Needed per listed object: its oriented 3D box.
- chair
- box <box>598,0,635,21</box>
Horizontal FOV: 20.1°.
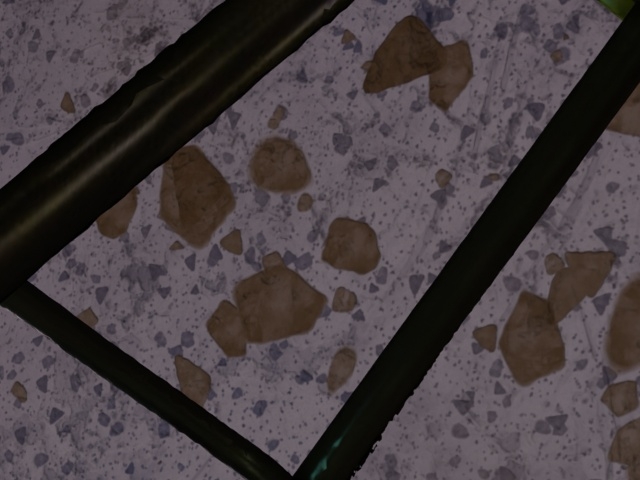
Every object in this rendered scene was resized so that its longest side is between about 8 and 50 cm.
[{"bbox_3d":[0.000,0.000,0.650,0.362,0.410,0.364,40,-177,-24],"label":"chair"},{"bbox_3d":[0.132,-0.212,0.952,0.173,0.043,0.311,35,-153,-20],"label":"box"}]
